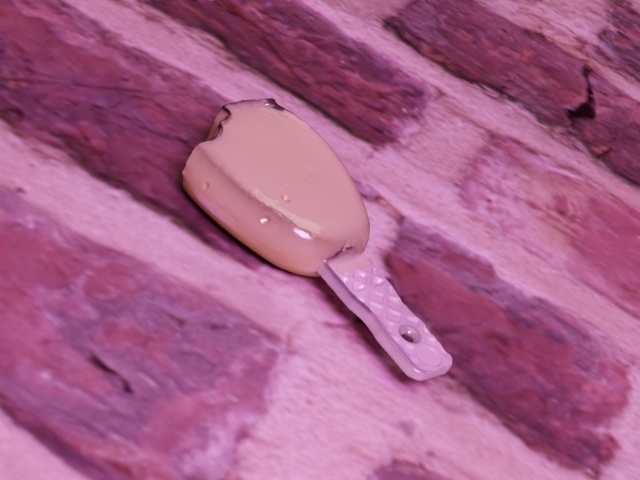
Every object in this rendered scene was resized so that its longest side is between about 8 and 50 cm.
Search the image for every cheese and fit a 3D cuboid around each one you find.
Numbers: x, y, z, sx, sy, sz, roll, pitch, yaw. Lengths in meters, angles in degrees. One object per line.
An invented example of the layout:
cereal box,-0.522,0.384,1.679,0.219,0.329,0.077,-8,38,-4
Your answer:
cheese,0.000,0.000,1.024,0.127,0.050,0.255,-8,48,-44
